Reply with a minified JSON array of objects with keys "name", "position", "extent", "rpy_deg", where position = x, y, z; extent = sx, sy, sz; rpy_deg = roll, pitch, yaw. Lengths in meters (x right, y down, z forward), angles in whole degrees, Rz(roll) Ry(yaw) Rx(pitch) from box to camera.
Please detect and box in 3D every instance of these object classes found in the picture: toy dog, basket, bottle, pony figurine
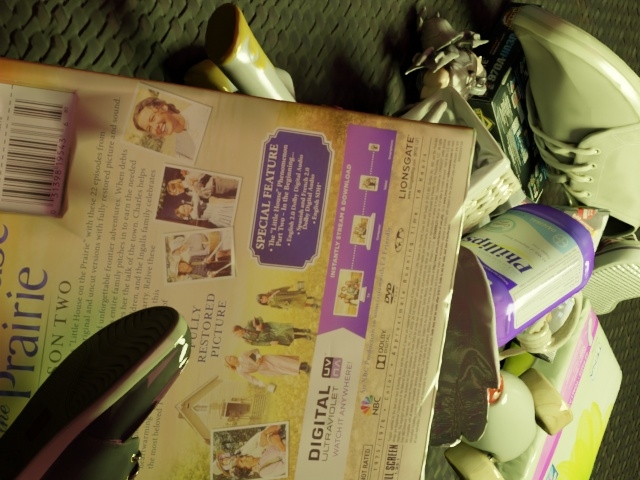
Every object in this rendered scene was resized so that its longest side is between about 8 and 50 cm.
[{"name":"toy dog","position":[0.172,0.155,1.826],"extent":[0.220,0.161,0.333],"rpy_deg":[-29,140,-23]},{"name":"basket","position":[0.111,-0.058,1.625],"extent":[0.167,0.113,0.103],"rpy_deg":[-38,154,9]},{"name":"bottle","position":[0.159,0.056,1.615],"extent":[0.283,0.118,0.092],"rpy_deg":[-29,132,-36]},{"name":"pony figurine","position":[0.000,0.000,1.405],"extent":[0.363,0.303,0.351],"rpy_deg":[20,73,-45]}]

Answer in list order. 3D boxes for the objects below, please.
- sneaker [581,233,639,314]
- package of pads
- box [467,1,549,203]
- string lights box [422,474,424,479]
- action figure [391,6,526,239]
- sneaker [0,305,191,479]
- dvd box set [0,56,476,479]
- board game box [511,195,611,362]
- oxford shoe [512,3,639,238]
[{"name":"sneaker","position":[0.392,0.000,2.150],"extent":[0.282,0.102,0.161],"rpy_deg":[132,-30,-75]},{"name":"package of pads","position":[0.312,0.244,2.155],"extent":[0.296,0.101,0.229],"rpy_deg":[-65,147,-23]},{"name":"box","position":[0.245,-0.156,1.959],"extent":[0.175,0.051,0.220],"rpy_deg":[-60,146,-31]},{"name":"string lights box","position":[0.050,0.231,1.663],"extent":[0.133,0.077,0.259],"rpy_deg":[-35,131,-53]},{"name":"action figure","position":[0.146,-0.120,1.757],"extent":[0.185,0.099,0.285],"rpy_deg":[-29,109,-46]},{"name":"sneaker","position":[-0.149,0.153,1.102],"extent":[0.222,0.083,0.118],"rpy_deg":[-46,119,0]},{"name":"dvd box set","position":[-0.096,0.037,1.181],"extent":[0.420,0.062,0.307],"rpy_deg":[5,95,-26]},{"name":"board game box","position":[0.249,0.013,1.895],"extent":[0.194,0.060,0.194],"rpy_deg":[36,85,-18]},{"name":"oxford shoe","position":[0.324,-0.128,1.913],"extent":[0.130,0.169,0.449],"rpy_deg":[-47,145,-5]}]
